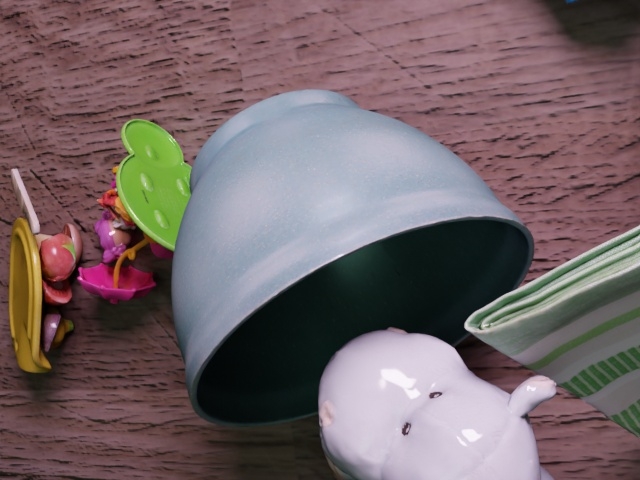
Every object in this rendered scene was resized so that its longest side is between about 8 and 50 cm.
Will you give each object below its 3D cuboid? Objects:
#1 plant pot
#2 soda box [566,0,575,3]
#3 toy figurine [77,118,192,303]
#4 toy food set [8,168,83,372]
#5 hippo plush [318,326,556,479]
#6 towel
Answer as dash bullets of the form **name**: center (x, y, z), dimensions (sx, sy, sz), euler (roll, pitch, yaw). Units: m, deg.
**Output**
- **plant pot**: center (0.000, 0.000, 0.636), dimensions (0.293, 0.293, 0.196), euler (-40, 59, 21)
- **soda box**: center (0.181, -0.291, 0.557), dimensions (0.210, 0.071, 0.067), euler (54, 155, -21)
- **toy figurine**: center (-0.199, -0.012, 0.783), dimensions (0.159, 0.130, 0.173), euler (-42, 63, 30)
- **toy food set**: center (-0.296, 0.042, 0.829), dimensions (0.128, 0.071, 0.218), euler (42, 127, 47)
- **hippo plush**: center (0.081, 0.201, 0.567), dimensions (0.234, 0.236, 0.294), euler (-44, 52, -7)
- **towel**: center (0.293, 0.069, 0.528), dimensions (0.248, 0.325, 0.038), euler (-33, 45, 28)
